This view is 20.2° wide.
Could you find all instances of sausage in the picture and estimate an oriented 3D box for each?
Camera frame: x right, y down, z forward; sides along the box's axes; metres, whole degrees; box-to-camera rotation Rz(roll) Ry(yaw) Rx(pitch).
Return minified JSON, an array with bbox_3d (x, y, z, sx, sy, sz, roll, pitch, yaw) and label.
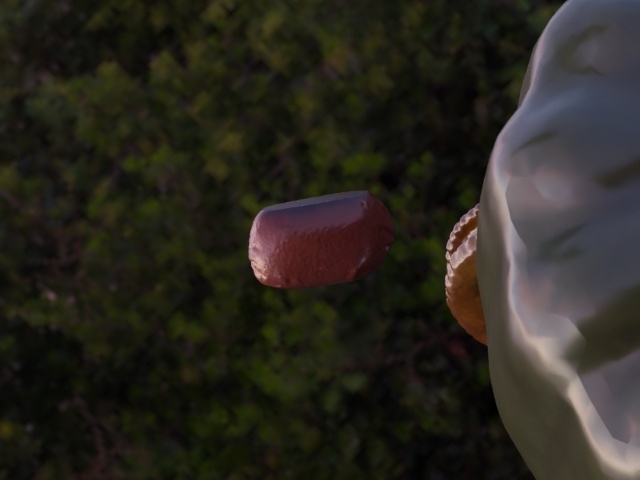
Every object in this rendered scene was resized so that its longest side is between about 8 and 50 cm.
[{"bbox_3d":[0.000,0.001,1.136,0.094,0.054,0.059,-10,8,-9],"label":"sausage"}]

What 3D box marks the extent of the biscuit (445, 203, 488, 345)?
[{"bbox_3d":[0.228,0.040,1.756,0.220,0.220,0.066,-27,34,37],"label":"biscuit"}]

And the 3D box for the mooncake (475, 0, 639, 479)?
[{"bbox_3d":[0.236,0.018,0.777,0.351,0.351,0.187,-51,-13,-15],"label":"mooncake"}]
